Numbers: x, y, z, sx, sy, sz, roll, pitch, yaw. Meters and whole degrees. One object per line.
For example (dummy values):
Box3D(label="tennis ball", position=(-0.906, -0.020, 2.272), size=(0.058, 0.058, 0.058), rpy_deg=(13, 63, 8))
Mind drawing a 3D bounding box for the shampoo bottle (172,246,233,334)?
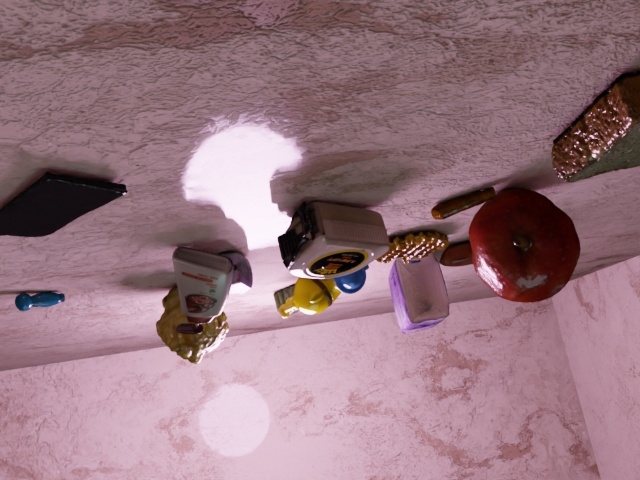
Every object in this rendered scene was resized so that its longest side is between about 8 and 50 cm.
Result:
Box3D(label="shampoo bottle", position=(-0.315, 0.148, 1.607), size=(0.153, 0.071, 0.284), rpy_deg=(12, 128, -6))

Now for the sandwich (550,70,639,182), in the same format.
Box3D(label="sandwich", position=(0.586, -0.212, 1.125), size=(0.249, 0.095, 0.273), rpy_deg=(-12, 165, -9))

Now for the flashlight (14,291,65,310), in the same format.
Box3D(label="flashlight", position=(-0.773, 0.165, 1.717), size=(0.129, 0.051, 0.051), rpy_deg=(-4, 165, -37))

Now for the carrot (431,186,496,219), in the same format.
Box3D(label="carrot", position=(0.354, -0.091, 1.537), size=(0.171, 0.042, 0.042), rpy_deg=(-21, 163, 29))

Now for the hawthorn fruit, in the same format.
Box3D(label="hawthorn fruit", position=(0.491, 0.012, 1.520), size=(0.287, 0.287, 0.330), rpy_deg=(-15, 171, 19))

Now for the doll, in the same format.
Box3D(label="doll", position=(0.016, 0.155, 2.104), size=(0.363, 0.145, 0.199), rpy_deg=(-29, -170, 30))

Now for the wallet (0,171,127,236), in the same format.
Box3D(label="wallet", position=(-0.480, -0.057, 1.100), size=(0.285, 0.030, 0.146), rpy_deg=(-20, 166, 38))

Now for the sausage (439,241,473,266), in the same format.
Box3D(label="sausage", position=(0.544, 0.034, 2.074), size=(0.300, 0.083, 0.089), rpy_deg=(-9, 172, 7))

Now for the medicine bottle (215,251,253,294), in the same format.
Box3D(label="medicine bottle", position=(-0.251, 0.098, 1.725), size=(0.119, 0.094, 0.188), rpy_deg=(-10, 166, 8))

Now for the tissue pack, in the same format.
Box3D(label="tissue pack", position=(0.346, 0.192, 2.223), size=(0.160, 0.242, 0.338), rpy_deg=(-11, 166, 0))

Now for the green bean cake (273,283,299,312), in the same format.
Box3D(label="green bean cake", position=(-0.056, 0.214, 2.346), size=(0.185, 0.094, 0.183), rpy_deg=(-4, 164, -43))

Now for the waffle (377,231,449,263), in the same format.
Box3D(label="waffle", position=(0.272, 0.021, 1.892), size=(0.229, 0.051, 0.231), rpy_deg=(-16, 164, 24))

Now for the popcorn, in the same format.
Box3D(label="popcorn", position=(-0.399, 0.261, 1.956), size=(0.195, 0.255, 0.256), rpy_deg=(4, 167, -40))

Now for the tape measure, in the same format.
Box3D(label="tape measure", position=(0.000, 0.000, 1.473), size=(0.271, 0.133, 0.231), rpy_deg=(5, 152, -42))
